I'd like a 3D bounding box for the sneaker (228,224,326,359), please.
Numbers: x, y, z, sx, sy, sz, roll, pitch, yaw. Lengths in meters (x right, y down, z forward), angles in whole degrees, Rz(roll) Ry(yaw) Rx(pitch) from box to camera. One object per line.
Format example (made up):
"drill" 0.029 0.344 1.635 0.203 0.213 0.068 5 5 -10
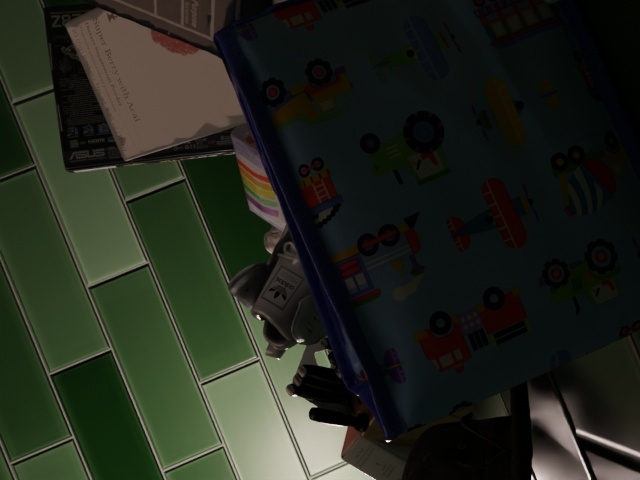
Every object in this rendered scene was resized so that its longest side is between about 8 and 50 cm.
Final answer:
"sneaker" 0.000 0.000 1.146 0.137 0.210 0.365 33 144 25

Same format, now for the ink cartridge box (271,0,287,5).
"ink cartridge box" 0.029 -0.171 0.700 0.115 0.198 0.067 79 166 -55

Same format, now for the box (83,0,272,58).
"box" -0.136 -0.341 0.697 0.294 0.182 0.296 25 137 14

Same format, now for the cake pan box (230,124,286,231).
"cake pan box" -0.005 -0.058 1.400 0.267 0.070 0.245 34 163 16

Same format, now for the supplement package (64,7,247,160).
"supplement package" -0.105 -0.224 1.019 0.293 0.175 0.177 -11 106 38

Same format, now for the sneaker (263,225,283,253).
"sneaker" -0.027 0.003 1.795 0.305 0.152 0.114 -163 53 -79

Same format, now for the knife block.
"knife block" 0.090 0.233 1.281 0.088 0.242 0.275 -120 10 -50

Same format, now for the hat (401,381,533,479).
"hat" 0.148 0.274 0.907 0.331 0.134 0.331 -1 -90 -78

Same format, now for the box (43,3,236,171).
"box" -0.320 -0.310 1.775 0.097 0.395 0.318 -165 67 -80

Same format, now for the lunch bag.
"lunch bag" 0.078 -0.059 0.587 0.138 0.221 0.293 -153 41 -79

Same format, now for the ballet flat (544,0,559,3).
"ballet flat" 0.097 -0.212 0.526 0.247 0.087 0.083 -119 10 -45

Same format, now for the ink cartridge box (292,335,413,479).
"ink cartridge box" 0.065 0.247 1.389 0.239 0.060 0.275 31 -160 -2
